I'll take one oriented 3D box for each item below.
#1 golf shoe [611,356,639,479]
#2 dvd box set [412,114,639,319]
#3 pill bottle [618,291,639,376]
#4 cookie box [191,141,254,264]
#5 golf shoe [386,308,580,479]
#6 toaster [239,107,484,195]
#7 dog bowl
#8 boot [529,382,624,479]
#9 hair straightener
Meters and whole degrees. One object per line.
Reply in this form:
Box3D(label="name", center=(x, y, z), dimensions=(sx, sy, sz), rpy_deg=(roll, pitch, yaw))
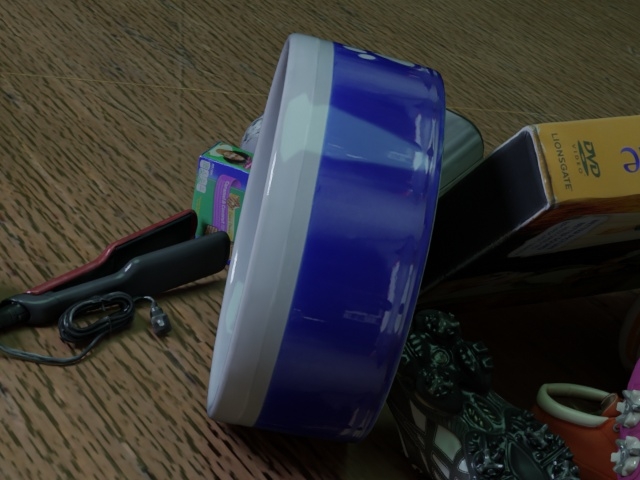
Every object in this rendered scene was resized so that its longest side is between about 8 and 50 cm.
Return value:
Box3D(label="golf shoe", center=(0.269, 0.189, 0.835), dimensions=(0.140, 0.115, 0.306), rpy_deg=(14, 47, -23))
Box3D(label="dvd box set", center=(0.277, -0.023, 1.061), dimensions=(0.421, 0.307, 0.062), rpy_deg=(-6, 75, -23))
Box3D(label="pill bottle", center=(0.334, 0.110, 1.021), dimensions=(0.121, 0.121, 0.216), rpy_deg=(-8, 34, -33))
Box3D(label="cookie box", center=(-0.050, -0.020, 1.135), dimensions=(0.107, 0.091, 0.040), rpy_deg=(20, 31, 15))
Box3D(label="golf shoe", center=(0.106, 0.143, 0.921), dimensions=(0.077, 0.094, 0.198), rpy_deg=(-20, 66, -25))
Box3D(label="toaster", center=(0.022, -0.062, 1.204), dimensions=(0.227, 0.129, 0.146), rpy_deg=(22, 32, 15))
Box3D(label="dog bowl", center=(0.000, 0.000, 0.934), dimensions=(0.104, 0.264, 0.265), rpy_deg=(12, 28, -6))
Box3D(label="boot", center=(0.210, 0.148, 0.940), dimensions=(0.158, 0.084, 0.059), rpy_deg=(16, 26, 3))
Box3D(label="hair straightener", center=(-0.150, 0.037, 1.035), dimensions=(0.089, 0.047, 0.230), rpy_deg=(31, 33, 31))
